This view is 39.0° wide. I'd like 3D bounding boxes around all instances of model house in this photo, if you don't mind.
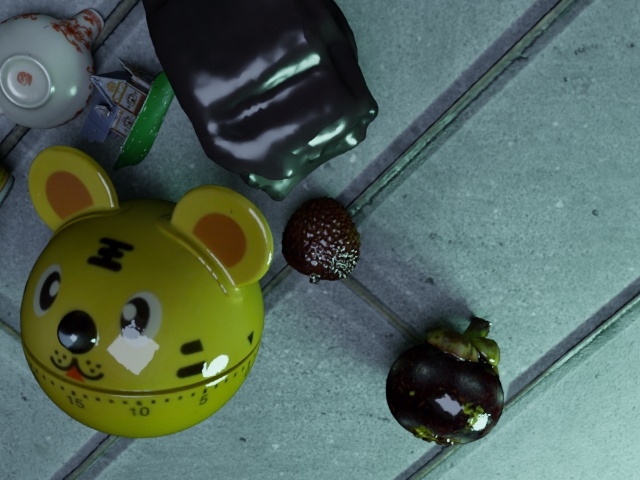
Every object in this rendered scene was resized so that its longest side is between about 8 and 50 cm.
[{"bbox_3d":[-0.275,-0.194,1.284,0.088,0.117,0.167,31,113,5],"label":"model house"}]

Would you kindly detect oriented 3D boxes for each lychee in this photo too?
[{"bbox_3d":[0.002,-0.001,1.355,0.123,0.123,0.129,18,104,-8],"label":"lychee"}]

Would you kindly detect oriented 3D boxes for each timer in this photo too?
[{"bbox_3d":[-0.249,0.072,1.258,0.376,0.376,0.387,5,121,-2],"label":"timer"}]

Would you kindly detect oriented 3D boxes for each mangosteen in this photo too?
[{"bbox_3d":[0.205,0.214,1.431,0.192,0.192,0.217,25,73,-11],"label":"mangosteen"}]

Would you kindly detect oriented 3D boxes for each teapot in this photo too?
[{"bbox_3d":[-0.407,-0.228,1.270,0.245,0.116,0.159,-29,122,18],"label":"teapot"}]

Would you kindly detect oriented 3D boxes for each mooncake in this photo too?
[{"bbox_3d":[-0.068,-0.232,1.116,0.212,0.381,0.350,-31,99,6],"label":"mooncake"}]

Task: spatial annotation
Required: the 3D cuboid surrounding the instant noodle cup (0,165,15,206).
[{"bbox_3d":[-0.559,-0.106,1.287,0.193,0.193,0.212,-42,116,17],"label":"instant noodle cup"}]
